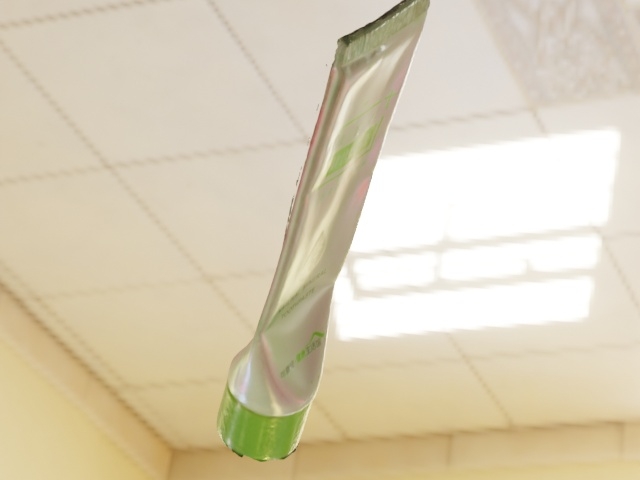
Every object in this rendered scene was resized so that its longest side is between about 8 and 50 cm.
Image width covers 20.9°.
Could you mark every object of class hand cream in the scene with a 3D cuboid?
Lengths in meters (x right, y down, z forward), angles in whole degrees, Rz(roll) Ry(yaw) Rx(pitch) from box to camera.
[{"bbox_3d":[-0.001,-0.001,0.891,0.050,0.079,0.275,15,126,-5],"label":"hand cream"}]
